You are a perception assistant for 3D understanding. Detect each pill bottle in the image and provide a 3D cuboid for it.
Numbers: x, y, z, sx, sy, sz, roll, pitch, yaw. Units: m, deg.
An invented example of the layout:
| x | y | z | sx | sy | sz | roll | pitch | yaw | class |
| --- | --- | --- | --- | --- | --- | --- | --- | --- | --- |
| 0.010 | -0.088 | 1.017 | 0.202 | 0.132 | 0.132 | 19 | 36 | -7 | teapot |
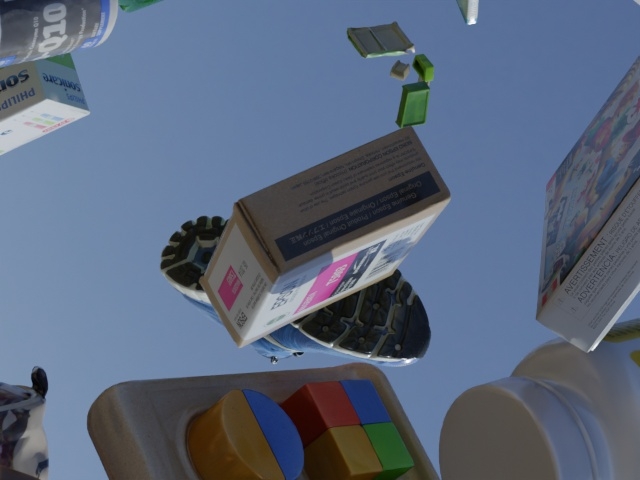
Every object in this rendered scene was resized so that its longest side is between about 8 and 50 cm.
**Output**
| x | y | z | sx | sy | sz | roll | pitch | yaw | class |
| --- | --- | --- | --- | --- | --- | --- | --- | --- | --- |
| 0.268 | 0.158 | 1.522 | 0.188 | 0.334 | 0.188 | 17 | -69 | 52 | pill bottle |
| -0.208 | -0.153 | 1.214 | 0.078 | 0.137 | 0.078 | 22 | -60 | 43 | pill bottle |

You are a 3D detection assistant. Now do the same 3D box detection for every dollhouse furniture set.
| x | y | z | sx | sy | sz | roll | pitch | yaw | class |
| --- | --- | --- | --- | --- | --- | --- | --- | --- | --- |
| 0.093 | -0.213 | 2.366 | 0.058 | 0.076 | 0.151 | 99 | -30 | -41 | dollhouse furniture set |

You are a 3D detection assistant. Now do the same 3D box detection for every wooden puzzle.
| x | y | z | sx | sy | sz | roll | pitch | yaw | class |
| --- | --- | --- | --- | --- | --- | --- | --- | --- | --- |
| 0.005 | 0.242 | 1.579 | 0.080 | 0.348 | 0.322 | -43 | -116 | 35 | wooden puzzle |

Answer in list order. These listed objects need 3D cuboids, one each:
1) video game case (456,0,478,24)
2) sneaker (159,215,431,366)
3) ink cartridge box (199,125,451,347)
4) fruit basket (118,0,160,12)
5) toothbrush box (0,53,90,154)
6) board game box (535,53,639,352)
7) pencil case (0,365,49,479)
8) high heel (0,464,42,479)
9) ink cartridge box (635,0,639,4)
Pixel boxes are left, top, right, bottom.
| x | y | z | sx | sy | sz | roll | pitch | yaw | class |
| --- | --- | --- | --- | --- | --- | --- | --- | --- | --- |
| 0.154 | -0.337 | 2.037 | 0.166 | 0.015 | 0.119 | 89 | -13 | -51 | video game case |
| -0.019 | 0.072 | 2.133 | 0.130 | 0.330 | 0.147 | -61 | 153 | -21 | sneaker |
| 0.000 | 0.000 | 1.799 | 0.088 | 0.193 | 0.234 | 60 | -20 | 11 | ink cartridge box |
| -0.145 | -0.467 | 1.975 | 0.283 | 0.392 | 0.392 | 36 | 50 | -85 | fruit basket |
| -0.434 | -0.251 | 2.274 | 0.122 | 0.206 | 0.283 | 14 | 55 | -68 | toothbrush box |
| 0.244 | -0.056 | 1.439 | 0.193 | 0.053 | 0.305 | -56 | -175 | 21 | board game box |
| -0.293 | 0.318 | 1.621 | 0.183 | 0.160 | 0.410 | -30 | 114 | -75 | pencil case |
| -0.329 | 0.199 | 1.413 | 0.082 | 0.244 | 0.117 | -97 | -150 | -60 | high heel |
| 0.405 | -0.286 | 2.064 | 0.235 | 0.056 | 0.171 | 43 | -4 | 19 | ink cartridge box |
